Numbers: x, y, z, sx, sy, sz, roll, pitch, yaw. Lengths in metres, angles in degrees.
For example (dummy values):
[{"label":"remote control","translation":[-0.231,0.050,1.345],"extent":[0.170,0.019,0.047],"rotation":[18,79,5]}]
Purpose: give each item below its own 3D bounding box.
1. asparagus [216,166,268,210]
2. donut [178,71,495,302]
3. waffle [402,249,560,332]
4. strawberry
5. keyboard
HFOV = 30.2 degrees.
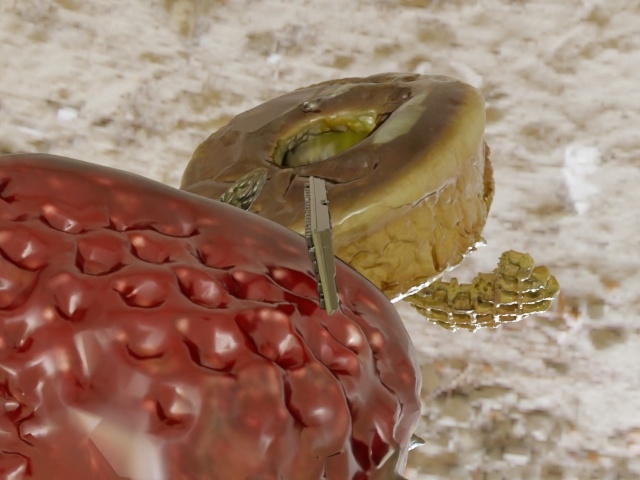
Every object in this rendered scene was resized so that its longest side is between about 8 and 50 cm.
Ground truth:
[{"label":"asparagus","translation":[-0.111,0.039,0.929],"extent":[0.034,0.236,0.027],"rotation":[18,-159,-43]},{"label":"donut","translation":[0.025,-0.050,1.160],"extent":[0.330,0.330,0.160],"rotation":[-5,129,34]},{"label":"waffle","translation":[0.197,0.065,1.482],"extent":[0.194,0.051,0.149],"rotation":[-16,142,38]},{"label":"strawberry","translation":[-0.120,0.103,0.745],"extent":[0.345,0.317,0.295],"rotation":[38,152,-5]},{"label":"keyboard","translation":[0.000,0.000,0.681],"extent":[0.015,0.049,0.129],"rotation":[-6,-164,0]}]
